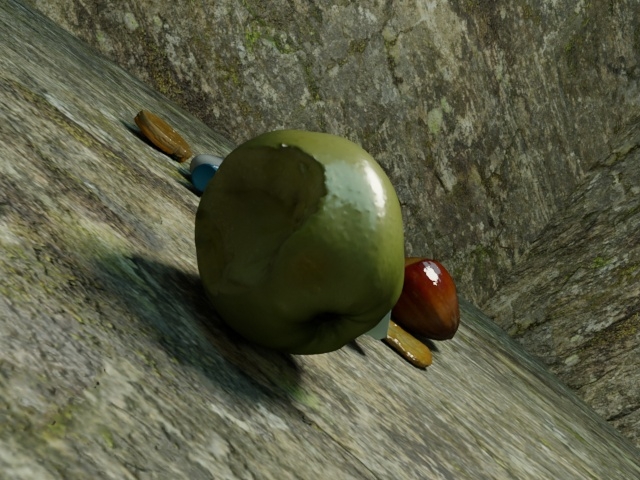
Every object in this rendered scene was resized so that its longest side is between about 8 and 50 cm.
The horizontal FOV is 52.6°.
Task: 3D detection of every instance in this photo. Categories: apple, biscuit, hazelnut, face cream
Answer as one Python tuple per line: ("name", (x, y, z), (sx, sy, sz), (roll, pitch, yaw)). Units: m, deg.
("apple", (-0.023, 0.007, 0.798), (0.279, 0.279, 0.279), (35, 7, -5))
("biscuit", (0.125, 0.176, 1.322), (0.247, 0.029, 0.118), (38, 14, 16))
("biscuit", (-0.389, -0.251, 1.612), (0.170, 0.050, 0.170), (43, 8, -7))
("hazelnut", (0.258, 0.142, 1.573), (0.181, 0.181, 0.212), (16, -6, 9))
("face cream", (-0.228, -0.145, 1.530), (0.163, 0.080, 0.336), (32, 7, 1))

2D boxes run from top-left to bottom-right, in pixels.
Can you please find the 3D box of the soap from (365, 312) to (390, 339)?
("soap", (0.050, 0.063, 1.166), (0.094, 0.150, 0.261), (5, 18, -16))
